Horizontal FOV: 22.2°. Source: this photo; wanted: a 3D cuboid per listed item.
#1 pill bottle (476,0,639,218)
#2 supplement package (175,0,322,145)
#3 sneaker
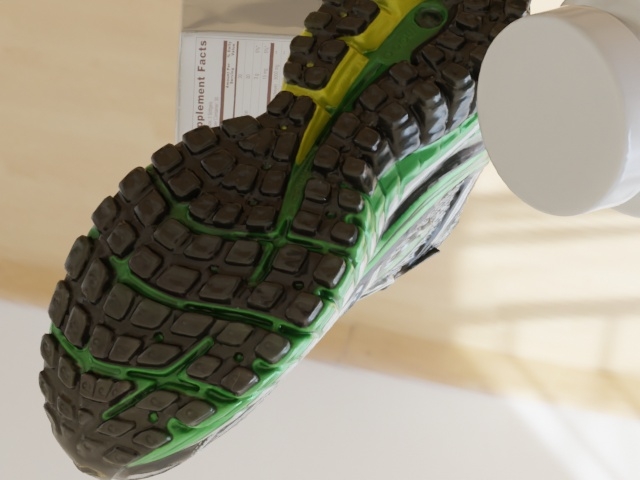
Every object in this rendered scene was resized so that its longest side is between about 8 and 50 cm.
[{"bbox_3d":[0.175,-0.075,0.746,0.208,0.118,0.117,-16,169,-36],"label":"pill bottle"},{"bbox_3d":[-0.024,-0.135,1.295,0.179,0.105,0.105,3,120,-4],"label":"supplement package"},{"bbox_3d":[0.000,0.000,0.846,0.134,0.343,0.146,32,155,30],"label":"sneaker"}]
